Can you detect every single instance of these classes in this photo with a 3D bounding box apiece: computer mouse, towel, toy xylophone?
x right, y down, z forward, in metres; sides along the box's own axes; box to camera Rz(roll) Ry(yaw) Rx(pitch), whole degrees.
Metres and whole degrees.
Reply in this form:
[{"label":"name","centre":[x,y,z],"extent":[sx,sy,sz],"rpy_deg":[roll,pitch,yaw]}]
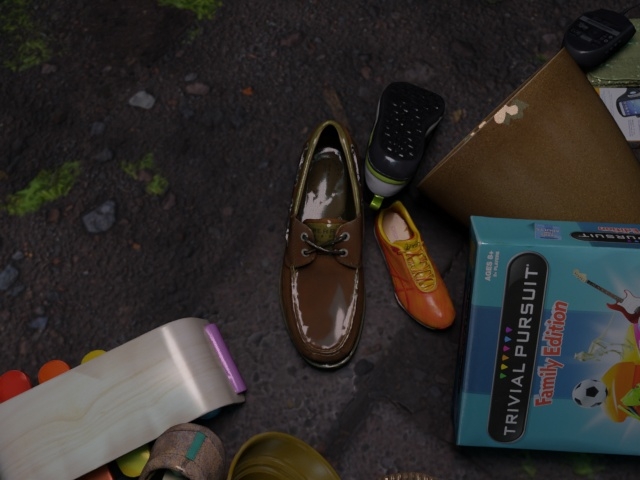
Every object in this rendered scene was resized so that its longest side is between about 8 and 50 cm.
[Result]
[{"label":"computer mouse","centre":[0.419,-0.306,1.109],"extent":[0.242,0.041,0.071],"rpy_deg":[-36,54,-16]},{"label":"towel","centre":[0.425,-0.259,1.120],"extent":[0.148,0.027,0.110],"rpy_deg":[-4,69,1]},{"label":"toy xylophone","centre":[-0.239,0.228,0.938],"extent":[0.323,0.081,0.236],"rpy_deg":[-18,74,-5]}]

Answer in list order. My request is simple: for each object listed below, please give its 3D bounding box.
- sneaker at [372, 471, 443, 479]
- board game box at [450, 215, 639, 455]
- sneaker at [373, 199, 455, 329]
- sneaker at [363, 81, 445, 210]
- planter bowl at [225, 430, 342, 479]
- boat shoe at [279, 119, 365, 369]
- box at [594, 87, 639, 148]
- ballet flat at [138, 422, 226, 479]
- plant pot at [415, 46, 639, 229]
[{"label":"sneaker","centre":[0.190,0.317,0.896],"extent":[0.282,0.153,0.099],"rpy_deg":[-6,70,32]},{"label":"board game box","centre":[0.324,0.110,0.886],"extent":[0.336,0.079,0.253],"rpy_deg":[2,113,3]},{"label":"sneaker","centre":[0.112,0.032,1.005],"extent":[0.064,0.067,0.175],"rpy_deg":[-26,73,-9]},{"label":"sneaker","centre":[0.094,-0.122,1.041],"extent":[0.084,0.097,0.234],"rpy_deg":[24,40,5]},{"label":"planter bowl","centre":[-0.050,0.325,0.869],"extent":[0.090,0.217,0.217],"rpy_deg":[-35,69,27]},{"label":"boat shoe","centre":[0.000,0.000,1.000],"extent":[0.111,0.104,0.307],"rpy_deg":[-2,70,1]},{"label":"box","centre":[0.430,-0.164,1.087],"extent":[0.136,0.028,0.081],"rpy_deg":[2,70,0]},{"label":"ballet flat","centre":[-0.186,0.337,0.821],"extent":[0.107,0.106,0.316],"rpy_deg":[18,99,-2]},{"label":"plant pot","centre":[0.285,-0.055,0.963],"extent":[0.237,0.237,0.254],"rpy_deg":[-43,88,-12]}]
